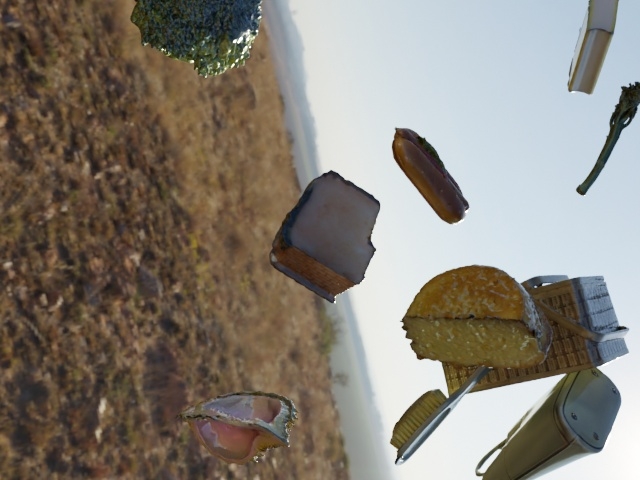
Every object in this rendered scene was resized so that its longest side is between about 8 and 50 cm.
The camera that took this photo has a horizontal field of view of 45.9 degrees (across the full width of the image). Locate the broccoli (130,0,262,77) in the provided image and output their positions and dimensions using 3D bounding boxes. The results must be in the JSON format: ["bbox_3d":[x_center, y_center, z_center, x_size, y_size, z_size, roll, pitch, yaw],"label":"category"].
[{"bbox_3d":[-0.189,-0.360,1.185,0.198,0.176,0.226,28,10,-20],"label":"broccoli"}]

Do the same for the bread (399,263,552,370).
[{"bbox_3d":[0.250,0.116,1.198,0.143,0.229,0.139,55,46,-41],"label":"bread"}]

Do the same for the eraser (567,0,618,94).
[{"bbox_3d":[0.658,-0.480,1.829,0.226,0.069,0.158,82,21,-60],"label":"eraser"}]

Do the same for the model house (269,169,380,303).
[{"bbox_3d":[0.000,0.000,1.359,0.183,0.166,0.172,-64,-170,-30],"label":"model house"}]

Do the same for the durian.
[{"bbox_3d":[-0.173,0.444,1.889,0.195,0.305,0.185,-55,136,-52],"label":"durian"}]

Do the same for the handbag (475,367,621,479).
[{"bbox_3d":[0.396,0.369,1.373,0.109,0.241,0.315,43,-49,11],"label":"handbag"}]

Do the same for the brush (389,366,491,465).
[{"bbox_3d":[0.219,0.272,1.334,0.060,0.297,0.068,45,4,29],"label":"brush"}]

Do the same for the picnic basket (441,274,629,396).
[{"bbox_3d":[0.393,0.168,1.424,0.228,0.313,0.175,2,71,-56],"label":"picnic basket"}]

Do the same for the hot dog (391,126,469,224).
[{"bbox_3d":[0.203,-0.125,1.406,0.235,0.062,0.092,46,36,-29],"label":"hot dog"}]

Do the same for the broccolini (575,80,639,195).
[{"bbox_3d":[0.544,-0.191,1.424,0.239,0.054,0.051,-61,-176,-2],"label":"broccolini"}]
